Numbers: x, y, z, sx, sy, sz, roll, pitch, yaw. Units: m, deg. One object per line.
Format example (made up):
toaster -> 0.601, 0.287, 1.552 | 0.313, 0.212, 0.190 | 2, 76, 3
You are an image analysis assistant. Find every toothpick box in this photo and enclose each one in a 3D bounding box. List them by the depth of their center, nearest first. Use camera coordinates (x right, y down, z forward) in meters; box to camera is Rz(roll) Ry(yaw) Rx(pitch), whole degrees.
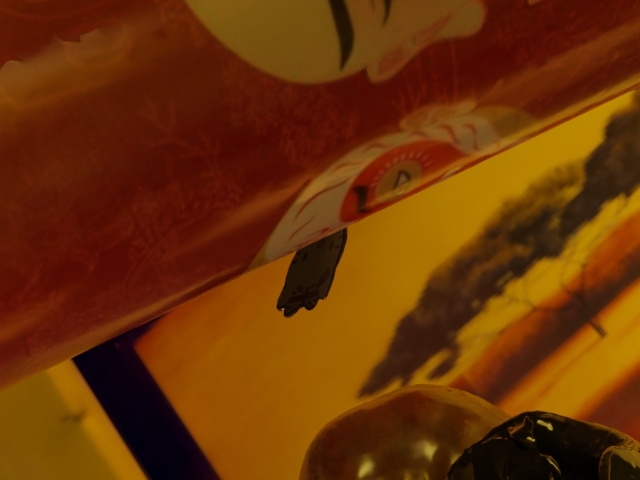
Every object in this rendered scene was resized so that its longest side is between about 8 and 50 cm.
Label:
toothpick box -> -0.034, -0.093, 0.566 | 0.333, 0.204, 0.204 | -26, -31, -19

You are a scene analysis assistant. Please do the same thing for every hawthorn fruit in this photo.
hawthorn fruit -> 0.080, 0.192, 1.050 | 0.199, 0.199, 0.251 | -45, 5, 11

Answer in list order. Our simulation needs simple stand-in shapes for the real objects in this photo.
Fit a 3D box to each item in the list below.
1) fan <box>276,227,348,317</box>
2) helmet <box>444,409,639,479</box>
fan -> 0.000, 0.000, 0.700 | 0.004, 0.083, 0.056 | 28, -27, -24
helmet -> 0.103, 0.215, 0.707 | 0.154, 0.198, 0.253 | 31, -94, -18
